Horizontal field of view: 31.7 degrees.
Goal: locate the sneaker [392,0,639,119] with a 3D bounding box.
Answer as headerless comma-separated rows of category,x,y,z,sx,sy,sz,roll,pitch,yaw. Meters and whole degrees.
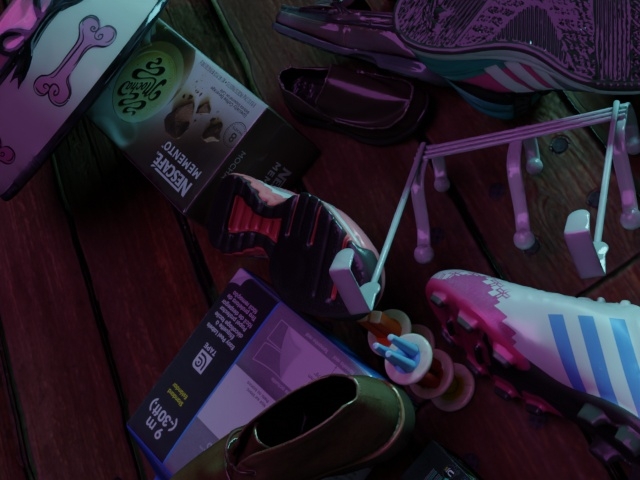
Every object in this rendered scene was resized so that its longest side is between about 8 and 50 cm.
sneaker,0.236,-0.189,1.168,0.295,0.178,0.124,15,86,23

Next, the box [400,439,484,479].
box,0.131,0.245,1.093,0.052,0.062,0.083,-50,50,2

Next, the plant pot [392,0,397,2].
plant pot,0.166,-0.350,1.293,0.230,0.215,0.215,30,86,26

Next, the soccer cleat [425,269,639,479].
soccer cleat,0.245,0.102,1.071,0.143,0.116,0.331,-39,45,-16

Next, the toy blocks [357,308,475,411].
toy blocks,0.081,0.107,1.141,0.054,0.148,0.123,-49,50,5

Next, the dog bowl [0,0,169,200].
dog bowl,-0.359,-0.256,1.510,0.408,0.150,0.408,-46,18,20

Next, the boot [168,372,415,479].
boot,-0.066,0.208,1.082,0.305,0.115,0.112,-33,57,18

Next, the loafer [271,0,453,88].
loafer,0.061,-0.256,1.365,0.267,0.096,0.084,24,102,32

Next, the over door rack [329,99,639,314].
over door rack,0.175,-0.020,1.084,0.239,0.108,0.324,-11,21,27

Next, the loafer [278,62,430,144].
loafer,0.030,-0.170,1.361,0.220,0.078,0.080,10,74,38

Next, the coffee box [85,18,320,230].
coffee box,-0.161,-0.144,1.457,0.168,0.119,0.297,-51,49,4

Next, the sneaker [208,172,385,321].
sneaker,0.000,-0.001,1.238,0.314,0.136,0.116,32,109,54

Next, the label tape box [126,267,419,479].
label tape box,-0.089,0.234,1.227,0.240,0.106,0.334,36,90,41
